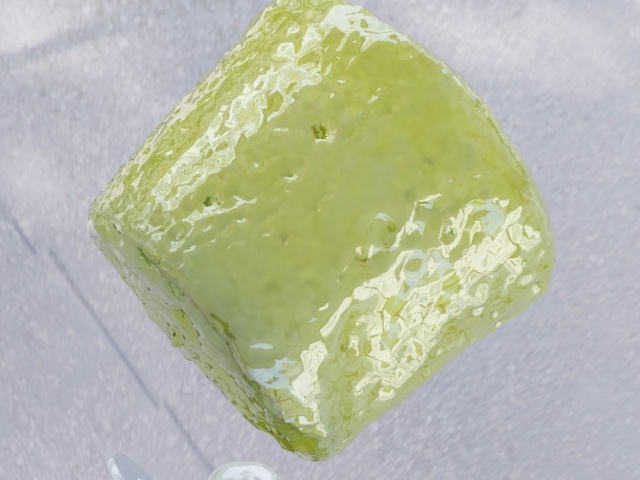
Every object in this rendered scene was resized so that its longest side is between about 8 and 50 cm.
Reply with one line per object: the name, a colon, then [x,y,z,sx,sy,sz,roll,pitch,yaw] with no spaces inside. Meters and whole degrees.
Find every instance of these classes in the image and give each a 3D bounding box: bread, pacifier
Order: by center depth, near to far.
bread: [0.000,0.000,1.134,0.348,0.348,0.308,41,76,7]
pacifier: [-0.131,0.331,1.540,0.207,0.279,0.227,-41,124,1]
